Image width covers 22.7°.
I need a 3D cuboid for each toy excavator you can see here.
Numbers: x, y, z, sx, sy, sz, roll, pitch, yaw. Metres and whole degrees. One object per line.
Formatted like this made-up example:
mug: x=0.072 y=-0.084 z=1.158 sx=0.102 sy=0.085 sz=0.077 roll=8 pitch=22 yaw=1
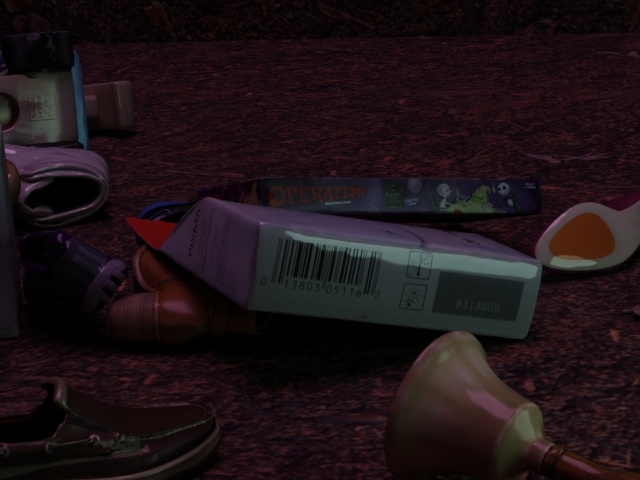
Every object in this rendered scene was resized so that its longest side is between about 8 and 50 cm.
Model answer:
toy excavator: x=-0.465 y=-0.207 z=2.493 sx=0.433 sy=0.222 sz=0.445 roll=-8 pitch=7 yaw=-21

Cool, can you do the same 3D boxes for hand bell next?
hand bell: x=0.179 y=0.168 z=1.165 sx=0.242 sy=0.126 sz=0.126 roll=24 pitch=28 yaw=34

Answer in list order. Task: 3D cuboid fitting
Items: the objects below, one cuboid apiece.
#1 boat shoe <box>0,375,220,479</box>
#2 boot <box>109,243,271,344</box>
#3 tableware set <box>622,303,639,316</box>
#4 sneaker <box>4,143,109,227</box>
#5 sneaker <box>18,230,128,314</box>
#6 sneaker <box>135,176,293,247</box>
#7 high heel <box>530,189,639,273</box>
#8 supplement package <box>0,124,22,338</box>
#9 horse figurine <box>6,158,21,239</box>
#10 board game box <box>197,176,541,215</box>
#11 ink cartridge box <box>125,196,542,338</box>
boat shoe: x=-0.195 y=0.154 z=1.249 sx=0.257 sy=0.095 sz=0.095 roll=-13 pitch=18 yaw=-33
boot: x=-0.123 y=0.058 z=1.654 sx=0.152 sy=0.073 sz=0.197 roll=-1 pitch=25 yaw=8
tableware set: x=0.394 y=0.070 z=1.579 sx=0.141 sy=0.020 sz=0.169 roll=-7 pitch=14 yaw=-19
sneaker: x=-0.427 y=-0.076 z=2.137 sx=0.293 sy=0.108 sz=0.169 roll=-5 pitch=12 yaw=-9
sneaker: x=-0.281 y=0.020 z=1.670 sx=0.083 sy=0.098 sz=0.224 roll=-57 pitch=22 yaw=-20
sneaker: x=-0.107 y=-0.019 z=1.921 sx=0.232 sy=0.081 sz=0.090 roll=-12 pitch=18 yaw=-4
high heel: x=0.318 y=-0.008 z=1.823 sx=0.244 sy=0.082 sz=0.117 roll=-27 pitch=-4 yaw=-28
supplement package: x=-0.423 y=-0.004 z=1.684 sx=0.194 sy=0.203 sz=0.149 roll=-7 pitch=16 yaw=-8
horse figurine: x=-0.441 y=-0.060 z=1.987 sx=0.174 sy=0.066 sz=0.263 roll=15 pitch=24 yaw=-3
board game box: x=0.054 y=-0.044 z=1.839 sx=0.347 sy=0.056 sz=0.208 roll=-1 pitch=-6 yaw=-24
ink cartridge box: x=0.000 y=0.000 z=1.651 sx=0.308 sy=0.091 sz=0.385 roll=7 pitch=11 yaw=-25
